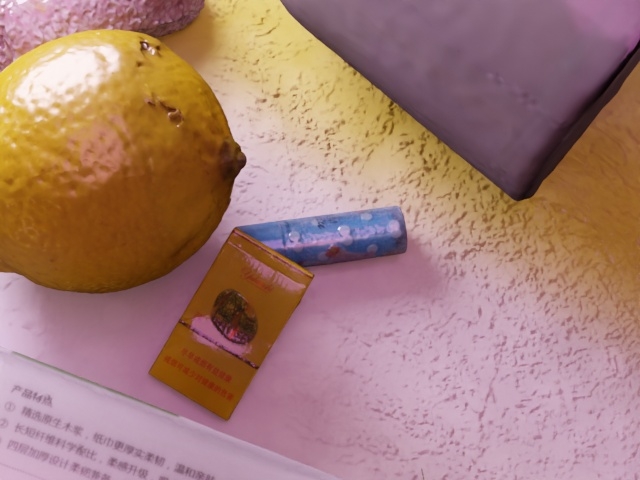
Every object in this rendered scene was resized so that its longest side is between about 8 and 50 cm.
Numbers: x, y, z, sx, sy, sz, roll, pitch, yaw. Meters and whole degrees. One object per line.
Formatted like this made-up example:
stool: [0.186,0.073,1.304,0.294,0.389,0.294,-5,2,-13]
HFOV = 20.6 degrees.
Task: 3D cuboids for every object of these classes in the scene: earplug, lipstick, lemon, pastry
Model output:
earplug: [0.126,-0.271,1.596,0.394,0.312,0.312,38,73,5]
lipstick: [0.000,0.000,1.639,0.158,0.048,0.048,-8,76,-10]
lemon: [-0.202,-0.065,1.539,0.254,0.228,0.228,-21,78,-9]
pastry: [-0.231,-0.216,1.637,0.265,0.112,0.102,-24,90,-12]

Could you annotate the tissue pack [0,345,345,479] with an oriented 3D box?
tissue pack: [-0.167,0.276,1.463,0.357,0.194,0.266,22,70,-2]

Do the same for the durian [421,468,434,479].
durian: [0.155,0.379,1.475,0.158,0.169,0.352,-39,98,2]

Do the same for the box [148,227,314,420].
box: [-0.081,0.075,1.594,0.087,0.023,0.155,31,94,5]
